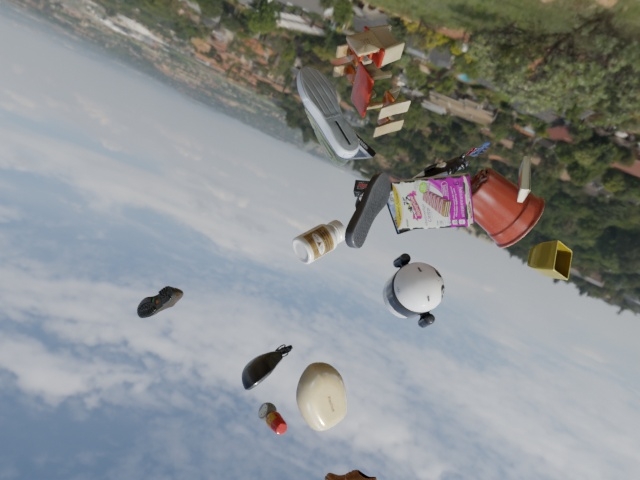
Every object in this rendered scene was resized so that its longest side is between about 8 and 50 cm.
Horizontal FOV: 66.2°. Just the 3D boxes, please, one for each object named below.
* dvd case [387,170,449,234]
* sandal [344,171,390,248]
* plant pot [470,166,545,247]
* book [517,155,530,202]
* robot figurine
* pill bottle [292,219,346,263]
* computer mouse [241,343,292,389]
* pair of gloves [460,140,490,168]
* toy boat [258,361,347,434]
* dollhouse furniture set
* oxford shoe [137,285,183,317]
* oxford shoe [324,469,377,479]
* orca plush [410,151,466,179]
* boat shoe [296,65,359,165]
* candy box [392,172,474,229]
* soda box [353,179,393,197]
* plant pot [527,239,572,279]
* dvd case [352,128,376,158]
[{"bbox_3d":[0.385,-0.140,1.867,0.253,0.180,0.022,-18,-160,12],"label":"dvd case"},{"bbox_3d":[0.120,-0.094,1.328,0.055,0.254,0.097,10,144,35],"label":"sandal"},{"bbox_3d":[0.745,-0.155,2.081,0.265,0.272,0.272,37,-173,-7],"label":"plant pot"},{"bbox_3d":[0.754,-0.227,1.825,0.035,0.144,0.096,7,157,12],"label":"book"},{"bbox_3d":[0.312,0.171,1.658,0.209,0.173,0.278,32,162,3],"label":"robot figurine"},{"bbox_3d":[0.000,0.000,2.173,0.229,0.131,0.131,-29,-139,-30],"label":"pill bottle"},{"bbox_3d":[-0.209,0.433,1.705,0.072,0.188,0.272,54,-171,2],"label":"computer mouse"},{"bbox_3d":[0.639,-0.359,2.116,0.159,0.198,0.023,-16,-112,-49],"label":"pair of gloves"},{"bbox_3d":[-0.060,0.571,1.748,0.318,0.267,0.148,-20,-160,-25],"label":"toy boat"},{"bbox_3d":[0.124,-0.450,1.345,0.262,0.135,0.259,61,162,22],"label":"dollhouse furniture set"},{"bbox_3d":[-0.639,0.255,1.964,0.096,0.227,0.082,18,-129,-60],"label":"oxford shoe"},{"bbox_3d":[0.121,0.935,1.930,0.212,0.076,0.076,4,172,15],"label":"oxford shoe"},{"bbox_3d":[0.476,-0.238,1.932,0.287,0.151,0.102,-22,-108,-27],"label":"orca plush"},{"bbox_3d":[0.005,-0.348,1.384,0.109,0.094,0.302,-16,-105,-32],"label":"boat shoe"},{"bbox_3d":[0.352,-0.120,1.542,0.233,0.159,0.071,-3,-169,35],"label":"candy box"},{"bbox_3d":[0.221,-0.204,1.994,0.169,0.060,0.053,6,162,13],"label":"soda box"},{"bbox_3d":[0.586,0.051,1.269,0.081,0.081,0.083,27,162,-35],"label":"plant pot"},{"bbox_3d":[0.087,-0.364,1.779,0.179,0.029,0.239,40,173,-19],"label":"dvd case"}]
